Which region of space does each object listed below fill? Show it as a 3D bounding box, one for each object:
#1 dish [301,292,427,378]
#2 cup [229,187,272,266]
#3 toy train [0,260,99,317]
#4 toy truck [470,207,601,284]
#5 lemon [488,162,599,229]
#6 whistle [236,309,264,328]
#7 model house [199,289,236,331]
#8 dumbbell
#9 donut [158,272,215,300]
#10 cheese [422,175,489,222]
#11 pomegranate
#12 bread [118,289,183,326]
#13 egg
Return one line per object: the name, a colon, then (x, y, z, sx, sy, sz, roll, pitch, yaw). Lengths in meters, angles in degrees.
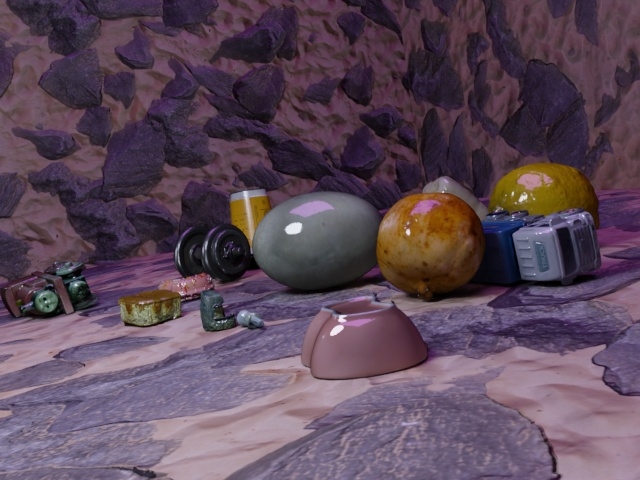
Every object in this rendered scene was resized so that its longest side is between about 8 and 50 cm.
dish: (0.065, 0.141, 1.049, 0.214, 0.090, 0.213, -9, 6, 1)
cup: (-0.238, -0.041, 2.381, 0.197, 0.279, 0.196, -10, 0, 0)
toy train: (-0.820, 0.157, 2.015, 0.222, 0.150, 0.304, -25, 16, -35)
toy truck: (0.431, 0.017, 1.490, 0.175, 0.146, 0.367, -19, 8, -29)
lemon: (0.592, -0.084, 1.757, 0.320, 0.245, 0.245, -5, 5, -19)
whistle: (-0.145, 0.166, 1.390, 0.035, 0.035, 0.100, -12, 9, -32)
model house: (-0.225, 0.148, 1.437, 0.066, 0.083, 0.079, -10, 5, -30)
dumbbell: (-0.349, 0.042, 2.144, 0.290, 0.191, 0.192, -4, 7, 41)
donut: (-0.373, 0.133, 1.895, 0.166, 0.065, 0.117, -14, 7, -34)
cheese: (0.398, -0.024, 1.970, 0.248, 0.251, 0.174, 26, -19, -15)
pomegranate: (0.232, 0.014, 1.418, 0.249, 0.248, 0.248, -8, 6, 1)
bread: (-0.415, 0.164, 1.634, 0.140, 0.069, 0.128, -1, 8, 45)
egg: (0.000, 0.000, 1.717, 0.353, 0.258, 0.258, -9, 6, -2)
